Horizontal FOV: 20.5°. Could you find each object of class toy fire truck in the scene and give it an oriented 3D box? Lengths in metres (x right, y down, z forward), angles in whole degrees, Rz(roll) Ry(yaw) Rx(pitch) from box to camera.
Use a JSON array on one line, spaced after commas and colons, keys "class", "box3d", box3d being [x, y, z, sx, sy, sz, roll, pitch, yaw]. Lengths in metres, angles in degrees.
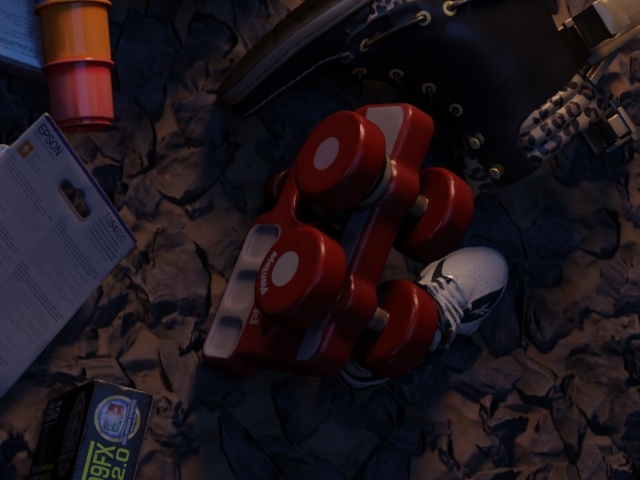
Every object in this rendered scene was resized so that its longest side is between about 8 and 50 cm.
[{"class": "toy fire truck", "box3d": [0.000, 0.000, 1.823, 0.169, 0.254, 0.302, 29, 74, -35]}]

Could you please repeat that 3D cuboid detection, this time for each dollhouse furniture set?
[{"class": "dollhouse furniture set", "box3d": [0.347, -0.197, 1.995, 0.101, 0.182, 0.161, -33, 91, -19]}]

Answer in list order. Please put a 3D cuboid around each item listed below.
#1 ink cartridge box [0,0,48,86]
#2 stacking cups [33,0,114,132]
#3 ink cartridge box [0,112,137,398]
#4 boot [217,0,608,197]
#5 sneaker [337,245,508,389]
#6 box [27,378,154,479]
[{"class": "ink cartridge box", "box3d": [-0.327, -0.337, 1.874, 0.185, 0.065, 0.311, 18, 79, -13]}, {"class": "stacking cups", "box3d": [-0.255, -0.270, 1.802, 0.096, 0.096, 0.316, -5, 82, -18]}, {"class": "ink cartridge box", "box3d": [-0.309, 0.012, 1.762, 0.224, 0.045, 0.223, -49, 140, -18]}, {"class": "boot", "box3d": [0.108, -0.171, 1.934, 0.377, 0.138, 0.284, -35, 104, -4]}, {"class": "sneaker", "box3d": [0.127, 0.076, 1.897, 0.235, 0.153, 0.094, -26, 91, -19]}, {"class": "box", "box3d": [-0.239, 0.252, 1.694, 0.060, 0.270, 0.216, 16, 77, -15]}]
